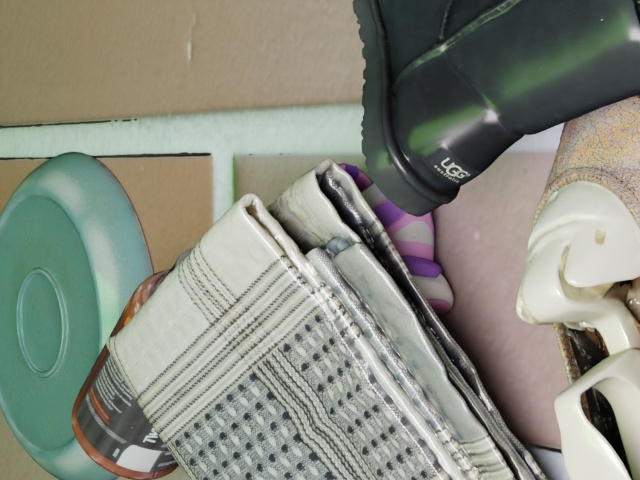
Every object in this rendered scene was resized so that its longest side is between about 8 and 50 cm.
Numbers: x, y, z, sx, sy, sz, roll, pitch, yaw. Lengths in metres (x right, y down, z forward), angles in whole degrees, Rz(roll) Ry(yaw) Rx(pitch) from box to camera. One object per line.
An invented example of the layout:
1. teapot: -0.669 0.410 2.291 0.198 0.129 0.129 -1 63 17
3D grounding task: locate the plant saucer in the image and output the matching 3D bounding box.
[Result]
1. plant saucer: -0.246 0.076 1.552 0.317 0.043 0.318 5 97 54

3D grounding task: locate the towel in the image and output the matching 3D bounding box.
1. towel: -0.001 0.137 1.104 0.312 0.056 0.324 57 141 6

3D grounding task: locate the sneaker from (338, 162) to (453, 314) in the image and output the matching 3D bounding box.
1. sneaker: 0.000 0.000 1.162 0.236 0.095 0.105 -3 84 49

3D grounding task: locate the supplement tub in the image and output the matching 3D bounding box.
1. supplement tub: -0.119 0.095 1.316 0.198 0.106 0.106 -58 48 38

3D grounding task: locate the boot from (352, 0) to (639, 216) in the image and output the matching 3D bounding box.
1. boot: 0.121 -0.149 0.978 0.207 0.094 0.246 -29 42 32

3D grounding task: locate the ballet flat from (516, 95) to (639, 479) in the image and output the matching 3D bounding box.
1. ballet flat: 0.167 0.059 0.908 0.107 0.106 0.316 -34 65 50
